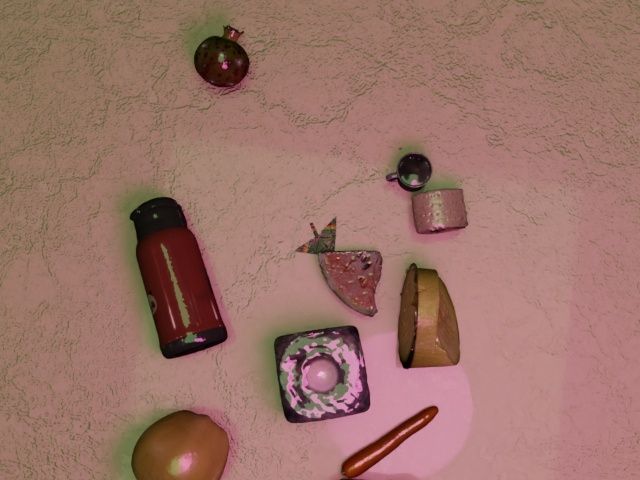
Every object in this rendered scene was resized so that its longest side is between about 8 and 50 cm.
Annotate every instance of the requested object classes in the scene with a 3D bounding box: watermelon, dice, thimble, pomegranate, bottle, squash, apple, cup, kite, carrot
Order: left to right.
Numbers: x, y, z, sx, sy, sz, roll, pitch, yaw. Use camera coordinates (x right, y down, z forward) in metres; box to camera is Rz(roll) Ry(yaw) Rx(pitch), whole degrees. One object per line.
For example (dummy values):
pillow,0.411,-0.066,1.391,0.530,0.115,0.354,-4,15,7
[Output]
bottle,-0.311,0.072,1.755,0.144,0.144,0.336,-18,81,-2
apple,-0.283,0.444,1.682,0.200,0.200,0.200,0,81,1
pomegranate,-0.220,-0.403,1.835,0.130,0.130,0.130,0,81,1
kite,0.000,0.000,1.832,0.122,0.004,0.090,-34,83,-4
dice,0.003,0.274,1.702,0.181,0.183,0.182,-7,82,-2
watermelon,0.082,0.079,1.791,0.139,0.071,0.187,-36,74,-11
carrot,0.149,0.425,1.748,0.248,0.043,0.043,-34,82,-5
cup,0.192,-0.145,1.814,0.100,0.077,0.078,-10,81,-1
squash,0.228,0.158,1.698,0.133,0.220,0.220,2,81,5
thimble,0.258,-0.060,1.788,0.115,0.102,0.090,-9,82,7

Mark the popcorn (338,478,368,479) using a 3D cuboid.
popcorn,0.107,0.576,1.651,0.237,0.206,0.251,35,72,19
